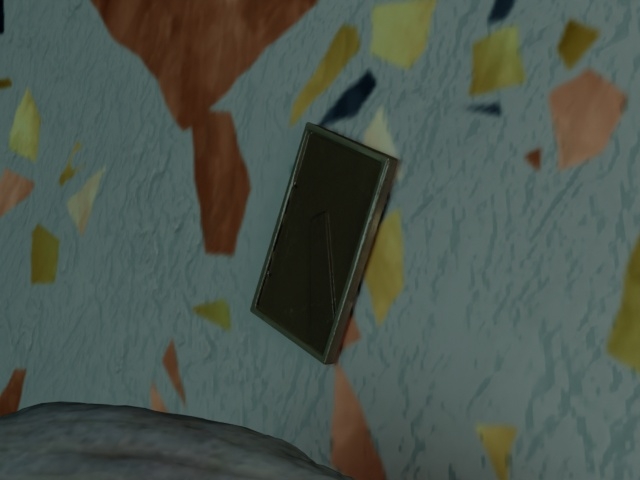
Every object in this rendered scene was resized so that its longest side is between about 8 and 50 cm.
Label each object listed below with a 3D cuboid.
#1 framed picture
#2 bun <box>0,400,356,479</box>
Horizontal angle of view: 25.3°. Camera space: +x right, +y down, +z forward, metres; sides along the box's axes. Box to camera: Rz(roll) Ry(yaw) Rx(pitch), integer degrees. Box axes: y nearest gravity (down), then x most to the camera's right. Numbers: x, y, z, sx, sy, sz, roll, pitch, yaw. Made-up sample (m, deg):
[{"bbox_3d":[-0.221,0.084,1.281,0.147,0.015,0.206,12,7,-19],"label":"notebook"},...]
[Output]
[{"bbox_3d":[0.000,0.000,0.599,0.066,0.006,0.089,28,104,53],"label":"framed picture"},{"bbox_3d":[-0.087,0.220,0.412,0.362,0.361,0.211,50,155,48],"label":"bun"}]
